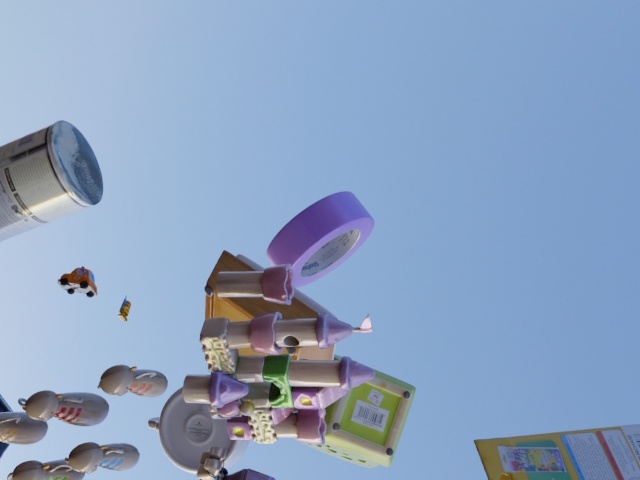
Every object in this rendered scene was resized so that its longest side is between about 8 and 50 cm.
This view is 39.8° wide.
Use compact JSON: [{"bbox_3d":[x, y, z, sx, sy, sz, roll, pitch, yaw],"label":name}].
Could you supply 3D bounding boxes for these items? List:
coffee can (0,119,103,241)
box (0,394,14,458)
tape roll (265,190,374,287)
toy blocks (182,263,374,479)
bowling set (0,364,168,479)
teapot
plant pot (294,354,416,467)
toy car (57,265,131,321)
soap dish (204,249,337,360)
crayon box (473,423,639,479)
[{"bbox_3d":[-0.655,-0.125,1.964,0.275,0.201,0.202,-20,-126,12],"label":"coffee can"},{"bbox_3d":[-0.972,0.322,1.843,0.471,0.480,0.297,14,-127,21],"label":"box"},{"bbox_3d":[0.000,0.000,2.196,0.090,0.274,0.275,52,-57,18],"label":"tape roll"},{"bbox_3d":[-0.039,0.233,1.381,0.309,0.259,0.289,-78,163,-50],"label":"toy blocks"},{"bbox_3d":[-0.338,0.294,1.216,0.286,0.154,0.200,-24,-111,15],"label":"bowling set"},{"bbox_3d":[-0.284,0.473,2.258,0.252,0.187,0.256,-45,-103,3],"label":"teapot"},{"bbox_3d":[0.083,0.399,2.063,0.227,0.228,0.207,-69,-167,-13],"label":"plant pot"},{"bbox_3d":[-0.338,0.077,1.328,0.060,0.122,0.041,-1,-121,27],"label":"toy car"},{"bbox_3d":[-0.107,0.183,1.740,0.290,0.118,0.229,33,-44,25],"label":"soap dish"},{"bbox_3d":[0.374,0.378,1.259,0.083,0.322,0.203,115,-32,-45],"label":"crayon box"}]
